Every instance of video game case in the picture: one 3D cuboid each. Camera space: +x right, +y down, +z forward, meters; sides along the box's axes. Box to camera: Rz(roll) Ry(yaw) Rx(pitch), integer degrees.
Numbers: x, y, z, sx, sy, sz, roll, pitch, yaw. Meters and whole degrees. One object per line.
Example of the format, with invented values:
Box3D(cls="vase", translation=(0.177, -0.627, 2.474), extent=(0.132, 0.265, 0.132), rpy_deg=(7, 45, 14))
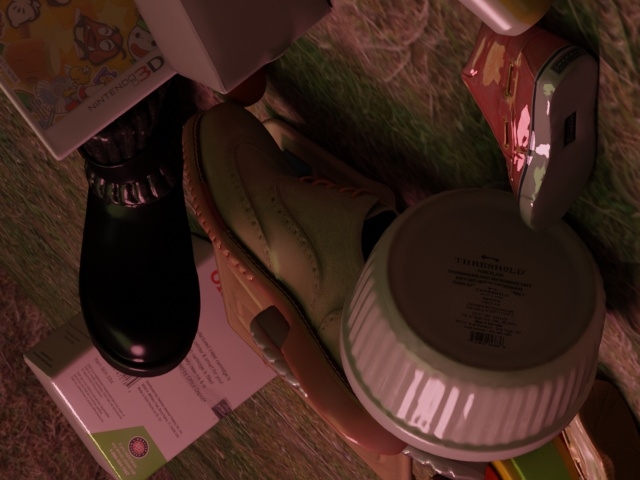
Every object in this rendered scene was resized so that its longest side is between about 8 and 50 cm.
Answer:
Box3D(cls="video game case", translation=(-0.236, -0.226, 1.627), extent=(0.227, 0.206, 0.026), rpy_deg=(53, 177, -6))

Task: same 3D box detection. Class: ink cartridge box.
Box3D(cls="ink cartridge box", translation=(-0.205, 0.151, 2.187), extent=(0.115, 0.273, 0.198), rpy_deg=(24, 148, 60))

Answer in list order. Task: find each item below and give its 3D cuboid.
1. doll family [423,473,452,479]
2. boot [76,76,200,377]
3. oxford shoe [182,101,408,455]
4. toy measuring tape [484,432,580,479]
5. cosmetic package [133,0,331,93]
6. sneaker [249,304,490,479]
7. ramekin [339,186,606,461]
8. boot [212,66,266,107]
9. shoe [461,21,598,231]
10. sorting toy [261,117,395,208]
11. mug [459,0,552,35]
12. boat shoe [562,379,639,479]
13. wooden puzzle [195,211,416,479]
Box3D(cls="doll family", translation=(0.196, 0.285, 1.751), extent=(0.076, 0.111, 0.193), rpy_deg=(-48, 66, 39))
Box3D(cls="boot", translation=(-0.198, -0.052, 1.793), extent=(0.260, 0.131, 0.348), rpy_deg=(101, 163, -69))
Box3D(cls="oxford shoe", translation=(0.009, -0.002, 1.519), extent=(0.140, 0.146, 0.397), rpy_deg=(11, -143, -50))
Box3D(cls="toy measuring tape", translation=(0.157, 0.158, 1.607), extent=(0.330, 0.121, 0.121), rpy_deg=(60, 163, 7))
Box3D(cls="cosmetic package", translation=(-0.102, -0.252, 1.381), extent=(0.107, 0.127, 0.238), rpy_deg=(29, 151, 48))
Box3D(cls="sneaker", translation=(0.059, 0.121, 1.591), extent=(0.281, 0.115, 0.105), rpy_deg=(28, 175, 30))
Box3D(cls="ramekin", translation=(0.123, 0.056, 1.325), extent=(0.207, 0.207, 0.109), rpy_deg=(45, 152, 19))
Box3D(cls="boot", translation=(-0.074, -0.177, 1.575), extent=(0.084, 0.059, 0.158), rpy_deg=(29, 151, 40))
Box3D(cls="shoe", translation=(0.146, -0.087, 1.210), extent=(0.081, 0.063, 0.178), rpy_deg=(42, 155, 29))
Box3D(cls="sorting toy", translation=(0.000, 0.000, 1.665), extent=(0.208, 0.038, 0.193), rpy_deg=(32, 134, 48))
Box3D(cls="mug", translation=(0.121, -0.168, 1.114), extent=(0.064, 0.062, 0.078), rpy_deg=(47, 170, -14))
Box3D(cls="boat shoe", translation=(0.253, 0.191, 1.500), extent=(0.059, 0.063, 0.170), rpy_deg=(18, 134, 64))
Box3D(cls="wooden puzzle", translation=(0.006, 0.118, 1.940), extent=(0.322, 0.080, 0.348), rpy_deg=(44, 166, 23))
